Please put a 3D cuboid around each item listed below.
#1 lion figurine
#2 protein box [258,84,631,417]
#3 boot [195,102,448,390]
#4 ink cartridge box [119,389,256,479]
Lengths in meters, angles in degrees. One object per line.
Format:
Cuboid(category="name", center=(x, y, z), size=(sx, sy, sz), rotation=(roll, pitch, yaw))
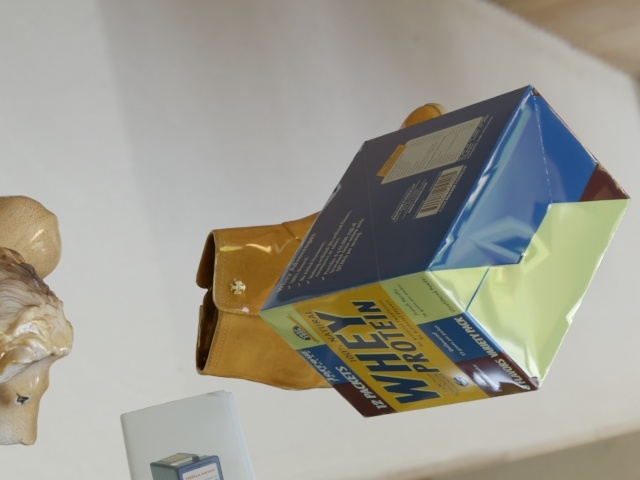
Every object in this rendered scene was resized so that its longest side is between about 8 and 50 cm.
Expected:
Cuboid(category="lion figurine", center=(-0.279, 0.035, 1.369), size=(0.240, 0.142, 0.392), rotation=(-26, -157, 15))
Cuboid(category="protein box", center=(0.097, 0.013, 1.374), size=(0.201, 0.136, 0.200), rotation=(-16, -145, 50))
Cuboid(category="boot", center=(-0.001, 0.000, 1.627), size=(0.211, 0.295, 0.104), rotation=(10, -170, -25))
Cuboid(category="ink cartridge box", center=(-0.079, 0.241, 1.289), size=(0.093, 0.212, 0.154), rotation=(-11, 137, -5))
